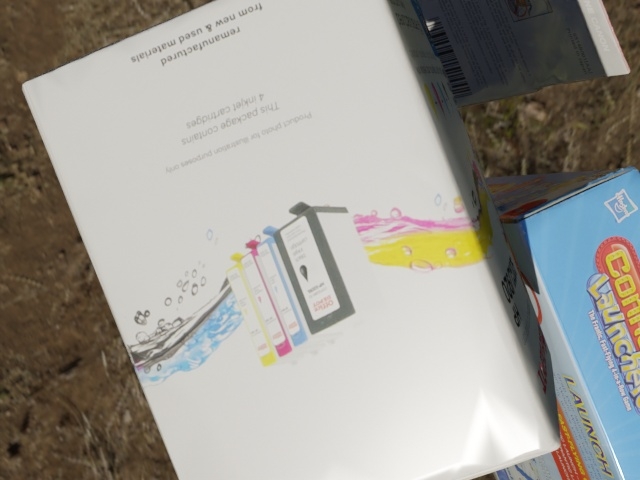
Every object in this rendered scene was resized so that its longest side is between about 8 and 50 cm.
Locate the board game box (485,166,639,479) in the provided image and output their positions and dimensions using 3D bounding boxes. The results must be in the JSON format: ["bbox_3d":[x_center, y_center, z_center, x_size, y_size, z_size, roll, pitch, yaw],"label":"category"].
[{"bbox_3d":[0.180,0.105,0.827,0.086,0.302,0.308,-24,97,-10],"label":"board game box"}]

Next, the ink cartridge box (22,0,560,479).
[{"bbox_3d":[0.000,0.000,0.558,0.168,0.171,0.232,-20,93,13],"label":"ink cartridge box"}]

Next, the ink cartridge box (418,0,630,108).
[{"bbox_3d":[0.150,-0.274,1.002,0.066,0.261,0.296,-32,105,-25],"label":"ink cartridge box"}]
